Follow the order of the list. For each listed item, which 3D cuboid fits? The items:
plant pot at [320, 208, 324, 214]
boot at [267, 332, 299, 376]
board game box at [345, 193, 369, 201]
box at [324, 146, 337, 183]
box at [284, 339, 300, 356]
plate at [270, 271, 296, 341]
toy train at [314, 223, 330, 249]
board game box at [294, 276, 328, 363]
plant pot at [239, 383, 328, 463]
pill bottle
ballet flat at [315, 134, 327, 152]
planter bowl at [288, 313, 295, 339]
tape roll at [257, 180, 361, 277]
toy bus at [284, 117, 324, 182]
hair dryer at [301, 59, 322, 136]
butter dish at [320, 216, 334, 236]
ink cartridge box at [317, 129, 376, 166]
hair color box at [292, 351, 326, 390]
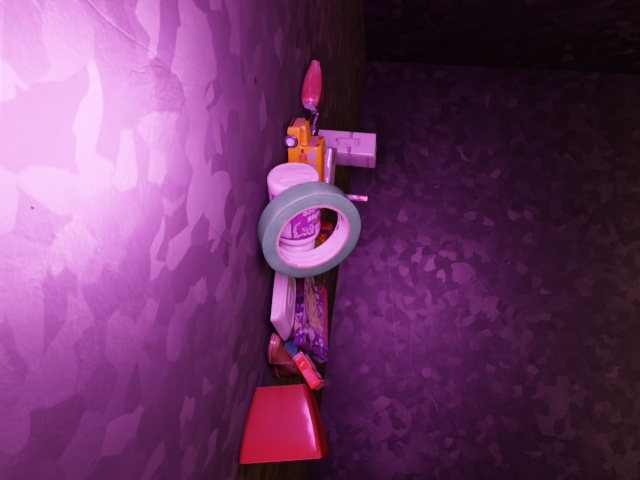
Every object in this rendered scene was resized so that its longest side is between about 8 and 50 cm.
[{"bbox_3d":[0.002,-0.232,2.400,0.236,0.033,0.236,7,90,-81],"label":"plant pot"},{"bbox_3d":[-0.137,0.447,1.761,0.305,0.115,0.112,82,19,-53],"label":"boot"},{"bbox_3d":[0.083,-0.206,2.123,0.145,0.282,0.027,-31,126,-79],"label":"board game box"},{"bbox_3d":[-0.002,-0.326,2.023,0.181,0.119,0.181,-48,145,-75],"label":"box"},{"bbox_3d":[-0.119,0.465,2.048,0.100,0.060,0.244,84,15,-54],"label":"box"},{"bbox_3d":[-0.132,0.216,1.732,0.278,0.045,0.277,80,11,-61],"label":"plate"},{"bbox_3d":[0.000,0.000,1.881,0.143,0.248,0.105,-49,145,-67],"label":"toy train"},{"bbox_3d":[-0.035,0.307,1.888,0.208,0.056,0.346,53,29,-47],"label":"board game box"},{"bbox_3d":[-0.124,0.637,1.600,0.267,0.268,0.235,74,10,-67],"label":"plant pot"},{"bbox_3d":[-0.084,-0.092,1.519,0.169,0.170,0.301,-73,166,-49],"label":"pill bottle"},{"bbox_3d":[-0.033,-0.356,1.800,0.248,0.086,0.086,-177,-86,-81],"label":"ballet flat"},{"bbox_3d":[-0.097,0.350,1.950,0.162,0.109,0.161,7,90,-81],"label":"planter bowl"},{"bbox_3d":[-0.034,-0.028,1.426,0.077,0.322,0.321,-120,-158,-46],"label":"tape roll"},{"bbox_3d":[-0.054,-0.278,1.689,0.108,0.130,0.332,-72,165,-53],"label":"toy bus"},{"bbox_3d":[-0.042,-0.568,1.830,0.223,0.080,0.293,-94,-168,-60],"label":"hair dryer"},{"bbox_3d":[0.029,-0.039,2.434,0.160,0.119,0.160,-52,147,-75],"label":"butter dish"},{"bbox_3d":[0.135,-0.453,2.266,0.207,0.283,0.117,45,52,-79],"label":"ink cartridge box"},{"bbox_3d":[-0.041,0.491,1.714,0.141,0.043,0.072,51,2,29],"label":"hair color box"}]
